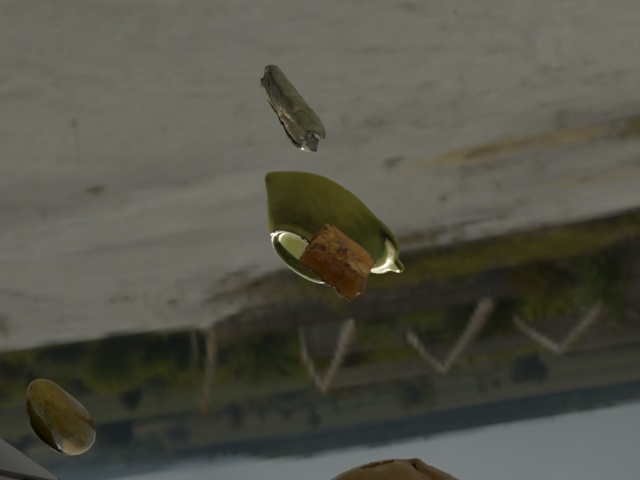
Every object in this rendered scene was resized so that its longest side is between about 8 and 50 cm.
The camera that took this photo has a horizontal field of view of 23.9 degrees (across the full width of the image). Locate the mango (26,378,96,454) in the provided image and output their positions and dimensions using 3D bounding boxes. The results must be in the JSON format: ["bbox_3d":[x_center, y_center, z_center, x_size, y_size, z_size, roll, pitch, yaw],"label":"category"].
[{"bbox_3d":[-0.372,0.248,2.137,0.076,0.103,0.161,-41,150,-15],"label":"mango"}]

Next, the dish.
[{"bbox_3d":[0.000,0.000,1.858,0.080,0.208,0.149,-52,173,-29],"label":"dish"}]

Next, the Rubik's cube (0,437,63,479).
[{"bbox_3d":[-0.562,0.437,2.250,0.260,0.259,0.255,28,-162,14],"label":"Rubik's cube"}]

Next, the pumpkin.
[{"bbox_3d":[0.019,0.027,1.708,0.054,0.083,0.074,-54,179,23],"label":"pumpkin"}]

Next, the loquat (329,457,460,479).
[{"bbox_3d":[0.072,0.305,1.404,0.208,0.208,0.208,-9,173,-1],"label":"loquat"}]

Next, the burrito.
[{"bbox_3d":[-0.042,-0.183,2.069,0.045,0.188,0.058,-6,130,-26],"label":"burrito"}]
